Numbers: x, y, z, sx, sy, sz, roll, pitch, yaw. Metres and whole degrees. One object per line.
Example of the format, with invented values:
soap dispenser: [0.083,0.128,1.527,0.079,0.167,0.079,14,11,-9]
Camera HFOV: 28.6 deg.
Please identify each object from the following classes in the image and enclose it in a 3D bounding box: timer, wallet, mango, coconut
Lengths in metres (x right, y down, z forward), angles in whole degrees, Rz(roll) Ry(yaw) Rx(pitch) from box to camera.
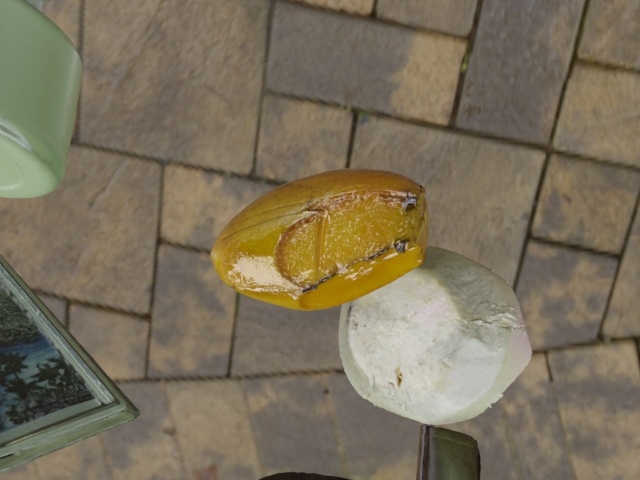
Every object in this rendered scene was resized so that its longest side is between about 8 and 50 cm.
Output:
timer: [-0.333,-0.235,1.185,0.291,0.291,0.315,16,74,5]
wallet: [0.185,0.404,1.820,0.137,0.255,0.031,21,156,-37]
mango: [0.000,0.000,1.378,0.252,0.153,0.126,-12,154,12]
coconut: [0.143,0.118,1.535,0.227,0.230,0.227,-5,79,25]

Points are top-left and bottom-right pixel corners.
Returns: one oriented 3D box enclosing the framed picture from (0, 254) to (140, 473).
framed picture: [-0.190,0.056,0.540,0.142,0.183,0.011,43,131,29]

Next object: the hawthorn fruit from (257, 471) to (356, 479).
hawthorn fruit: [-0.011,0.284,0.978,0.190,0.189,0.251,21,156,0]
